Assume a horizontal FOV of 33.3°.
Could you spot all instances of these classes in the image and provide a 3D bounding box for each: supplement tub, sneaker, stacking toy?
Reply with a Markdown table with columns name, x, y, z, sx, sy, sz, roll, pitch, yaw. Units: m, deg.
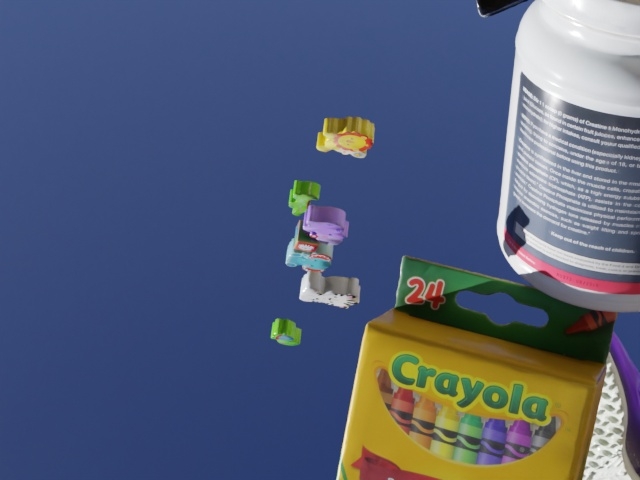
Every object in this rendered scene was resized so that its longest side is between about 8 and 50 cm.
| name | x | y | z | sx | sy | sz | roll | pitch | yaw |
| --- | --- | --- | --- | --- | --- | --- | --- | --- | --- |
| supplement tub | 0.248 | -0.096 | 0.864 | 0.191 | 0.272 | 0.191 | -1 | -144 | 0 |
| sneaker | 0.316 | 0.191 | 1.100 | 0.102 | 0.293 | 0.146 | -11 | -165 | 45 |
| stacking toy | 0.000 | 0.000 | 1.029 | 0.052 | 0.221 | 0.167 | 11 | -111 | -9 |

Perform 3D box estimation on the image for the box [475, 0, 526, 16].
| name | x | y | z | sx | sy | sz | roll | pitch | yaw |
| --- | --- | --- | --- | --- | --- | --- | --- | --- | --- |
| box | 0.084 | -0.193 | 0.478 | 0.093 | 0.156 | 0.158 | -22 | -169 | 13 |

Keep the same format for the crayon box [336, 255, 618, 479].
| name | x | y | z | sx | sy | sz | roll | pitch | yaw |
| --- | --- | --- | --- | --- | --- | --- | --- | --- | --- |
| crayon box | 0.123 | 0.190 | 0.928 | 0.202 | 0.318 | 0.081 | 13 | -170 | 19 |
